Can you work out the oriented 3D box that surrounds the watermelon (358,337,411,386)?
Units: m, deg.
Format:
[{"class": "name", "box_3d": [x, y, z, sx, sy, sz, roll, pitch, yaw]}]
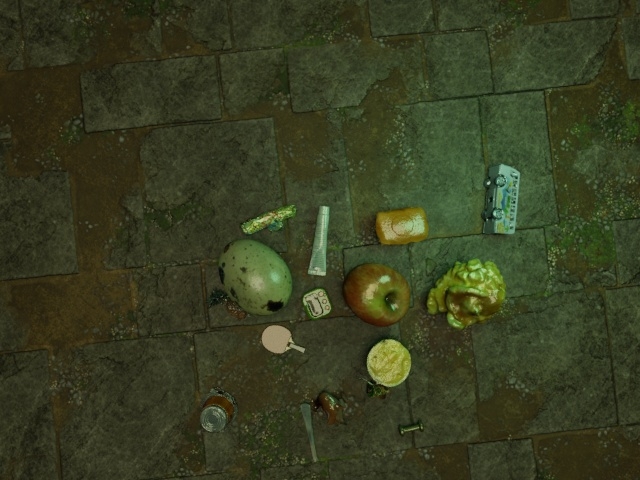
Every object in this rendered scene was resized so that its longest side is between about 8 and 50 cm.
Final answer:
[{"class": "watermelon", "box_3d": [0.308, 0.564, 1.867, 0.204, 0.127, 0.232, 23, 87, -1]}]

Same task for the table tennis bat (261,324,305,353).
[{"class": "table tennis bat", "box_3d": [-0.175, 0.482, 1.915, 0.221, 0.019, 0.130, 23, 88, 1]}]

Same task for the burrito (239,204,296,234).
[{"class": "burrito", "box_3d": [-0.241, -0.086, 1.909, 0.288, 0.054, 0.104, -22, 89, -2]}]

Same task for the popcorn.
[{"class": "popcorn", "box_3d": [0.671, 0.240, 1.820, 0.279, 0.274, 0.335, 8, 131, -31]}]

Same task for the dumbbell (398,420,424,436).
[{"class": "dumbbell", "box_3d": [0.429, 0.890, 1.900, 0.118, 0.052, 0.046, -13, 48, -2]}]

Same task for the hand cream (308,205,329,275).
[{"class": "hand cream", "box_3d": [0.000, 0.000, 1.910, 0.085, 0.058, 0.330, 6, 88, -3]}]

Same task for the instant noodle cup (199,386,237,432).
[{"class": "instant noodle cup", "box_3d": [-0.479, 0.799, 1.847, 0.178, 0.125, 0.208, -22, 89, -2]}]

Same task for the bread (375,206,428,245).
[{"class": "bread", "box_3d": [0.377, -0.065, 1.889, 0.246, 0.121, 0.173, -6, 90, 1]}]

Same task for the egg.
[{"class": "egg", "box_3d": [-0.293, 0.161, 1.786, 0.379, 0.287, 0.287, 40, 88, 7]}]

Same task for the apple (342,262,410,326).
[{"class": "apple", "box_3d": [0.247, 0.238, 1.831, 0.277, 0.250, 0.309, -42, 111, -17]}]

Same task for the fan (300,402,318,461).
[{"class": "fan", "box_3d": [-0.052, 0.908, 1.902, 0.057, 0.023, 0.281, -8, 91, 27]}]

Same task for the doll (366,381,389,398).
[{"class": "doll", "box_3d": [0.276, 0.707, 1.889, 0.113, 0.076, 0.078, 7, 80, -2]}]

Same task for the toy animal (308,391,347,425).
[{"class": "toy animal", "box_3d": [0.045, 0.799, 1.885, 0.179, 0.089, 0.188, -27, 90, 15]}]

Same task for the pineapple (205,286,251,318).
[{"class": "pineapple", "box_3d": [-0.425, 0.307, 1.882, 0.221, 0.083, 0.103, 27, 88, 2]}]

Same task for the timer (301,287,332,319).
[{"class": "timer", "box_3d": [-0.017, 0.299, 1.909, 0.128, 0.047, 0.140, -23, 89, -3]}]

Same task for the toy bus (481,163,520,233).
[{"class": "toy bus", "box_3d": [0.859, -0.191, 1.911, 0.136, 0.109, 0.329, 6, 89, -10]}]
